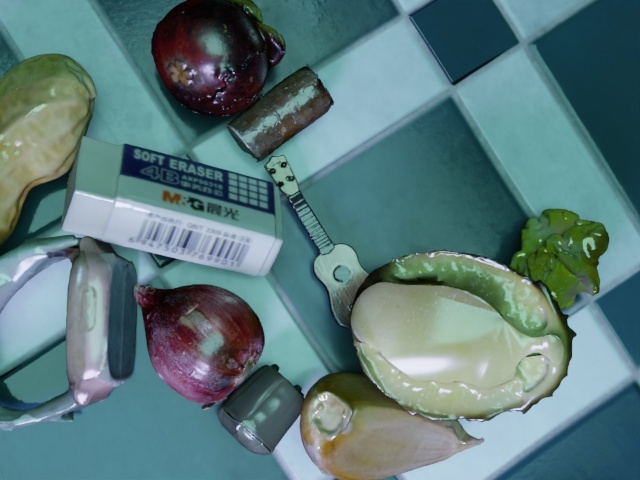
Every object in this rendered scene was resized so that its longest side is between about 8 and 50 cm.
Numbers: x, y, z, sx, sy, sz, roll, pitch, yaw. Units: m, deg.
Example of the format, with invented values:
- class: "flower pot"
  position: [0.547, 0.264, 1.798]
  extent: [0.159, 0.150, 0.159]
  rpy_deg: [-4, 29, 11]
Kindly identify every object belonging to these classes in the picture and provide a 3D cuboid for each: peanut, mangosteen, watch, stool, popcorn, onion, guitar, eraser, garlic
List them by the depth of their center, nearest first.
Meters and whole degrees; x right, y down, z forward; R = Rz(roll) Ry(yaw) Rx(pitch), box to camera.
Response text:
- class: "watch"
  position: [-0.376, 0.122, 1.448]
  extent: [0.241, 0.162, 0.253]
  rpy_deg: [0, 83, 6]
- class: "eraser"
  position: [-0.192, -0.045, 1.450]
  extent: [0.279, 0.081, 0.124]
  rpy_deg: [14, 39, -17]
- class: "peanut"
  position: [-0.413, -0.113, 1.454]
  extent: [0.147, 0.147, 0.305]
  rpy_deg: [41, 83, -2]
- class: "onion"
  position: [-0.171, 0.120, 1.460]
  extent: [0.195, 0.159, 0.159]
  rpy_deg: [39, 82, 11]
- class: "garlic"
  position: [0.080, 0.252, 1.474]
  extent: [0.245, 0.164, 0.145]
  rpy_deg: [11, 75, -25]
- class: "stool"
  position: [-0.077, 0.229, 1.490]
  extent: [0.096, 0.096, 0.110]
  rpy_deg: [42, 77, -2]
- class: "mangosteen"
  position: [-0.135, -0.261, 1.495]
  extent: [0.166, 0.166, 0.180]
  rpy_deg: [44, 58, -2]
- class: "guitar"
  position: [-0.001, -0.001, 1.541]
  extent: [0.084, 0.038, 0.271]
  rpy_deg: [-32, 92, -9]
- class: "popcorn"
  position: [0.334, 0.028, 1.545]
  extent: [0.145, 0.126, 0.125]
  rpy_deg: [-40, 117, -23]

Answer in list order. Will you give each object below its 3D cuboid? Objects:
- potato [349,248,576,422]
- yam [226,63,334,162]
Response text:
- class: "potato"
  position: [0.193, 0.117, 1.465]
  extent: [0.285, 0.242, 0.242]
  rpy_deg: [-2, 86, 11]
- class: "yam"
  position: [-0.055, -0.174, 1.527]
  extent: [0.141, 0.079, 0.079]
  rpy_deg: [-38, 91, -6]
